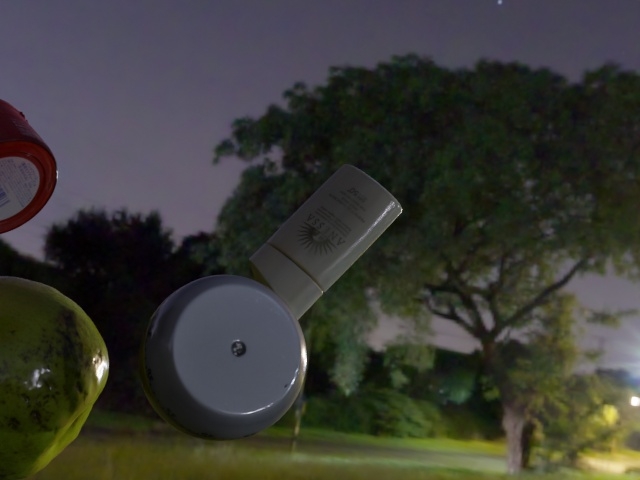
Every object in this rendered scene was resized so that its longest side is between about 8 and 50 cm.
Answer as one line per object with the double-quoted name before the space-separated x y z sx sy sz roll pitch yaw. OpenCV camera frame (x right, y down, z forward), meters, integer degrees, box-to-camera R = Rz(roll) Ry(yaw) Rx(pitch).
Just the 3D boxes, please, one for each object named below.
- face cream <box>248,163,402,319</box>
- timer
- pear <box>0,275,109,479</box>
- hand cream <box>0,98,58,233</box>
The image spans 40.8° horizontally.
"face cream" 0.000 0.000 1.839 0.173 0.348 0.081 40 -16 18
"timer" -0.175 0.201 1.409 0.285 0.285 0.285 10 -9 2
"pear" -0.594 0.240 1.580 0.391 0.391 0.391 10 -9 2
"hand cream" -0.512 -0.112 1.317 0.125 0.193 0.193 42 8 30
